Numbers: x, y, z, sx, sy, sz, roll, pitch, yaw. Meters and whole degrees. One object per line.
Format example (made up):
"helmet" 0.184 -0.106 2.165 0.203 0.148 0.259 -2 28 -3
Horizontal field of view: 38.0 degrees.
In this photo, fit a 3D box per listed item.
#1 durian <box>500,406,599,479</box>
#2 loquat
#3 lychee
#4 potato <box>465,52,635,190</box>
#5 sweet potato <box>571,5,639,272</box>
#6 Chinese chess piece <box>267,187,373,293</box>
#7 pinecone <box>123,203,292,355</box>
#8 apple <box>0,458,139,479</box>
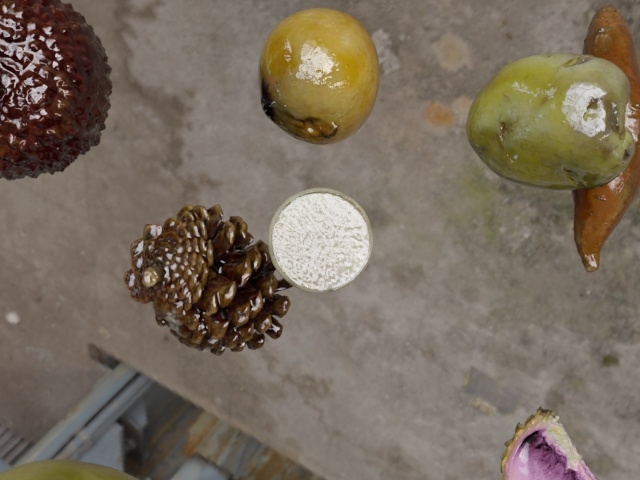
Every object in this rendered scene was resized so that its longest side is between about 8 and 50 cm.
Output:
"durian" 0.393 0.438 1.501 0.112 0.341 0.191 28 111 -38
"loquat" -0.001 -0.181 1.026 0.137 0.163 0.163 -8 121 14
"lychee" -0.404 -0.204 1.200 0.264 0.264 0.300 36 179 8
"potato" 0.265 -0.136 1.072 0.200 0.137 0.154 7 92 46
"sweet potato" 0.371 -0.136 1.180 0.112 0.112 0.359 5 83 35
"Chinese chess piece" 0.000 0.000 1.066 0.122 0.122 0.051 46 179 -3
"pinecone" -0.130 0.059 1.172 0.186 0.168 0.212 35 171 46
"apple" -0.253 0.346 0.889 0.262 0.262 0.262 21 134 23
